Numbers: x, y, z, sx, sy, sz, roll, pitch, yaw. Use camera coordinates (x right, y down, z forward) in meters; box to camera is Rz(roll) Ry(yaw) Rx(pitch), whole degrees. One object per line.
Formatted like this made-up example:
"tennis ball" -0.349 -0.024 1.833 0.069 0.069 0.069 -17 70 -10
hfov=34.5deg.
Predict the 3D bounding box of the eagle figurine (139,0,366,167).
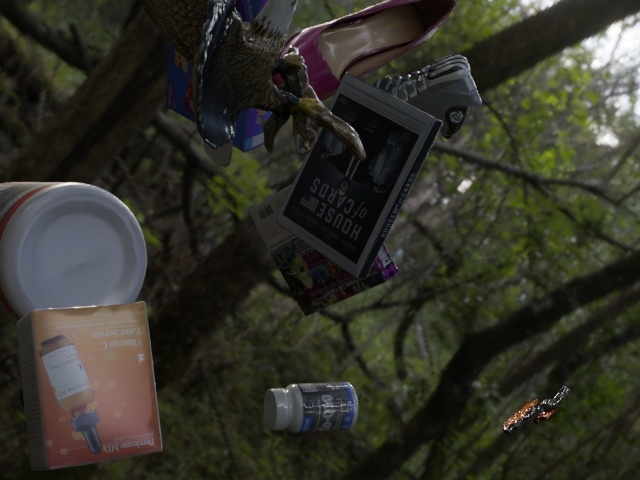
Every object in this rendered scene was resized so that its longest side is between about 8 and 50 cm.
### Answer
"eagle figurine" -0.099 -0.210 1.107 0.226 0.225 0.298 9 -8 37

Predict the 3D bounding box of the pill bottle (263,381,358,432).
"pill bottle" -0.016 0.266 1.640 0.137 0.078 0.078 0 10 -22

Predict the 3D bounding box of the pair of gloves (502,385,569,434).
"pair of gloves" 0.254 0.199 1.216 0.083 0.074 0.010 -33 -90 44

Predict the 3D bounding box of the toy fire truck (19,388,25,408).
"toy fire truck" -0.487 0.216 2.055 0.158 0.246 0.217 -12 -16 43

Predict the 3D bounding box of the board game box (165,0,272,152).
"board game box" -0.187 -0.377 2.009 0.233 0.078 0.347 32 -50 28

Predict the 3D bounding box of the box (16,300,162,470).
"box" -0.259 0.161 1.151 0.091 0.130 0.170 -24 -108 61

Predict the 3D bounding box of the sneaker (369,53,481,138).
"sneaker" 0.164 -0.215 1.735 0.229 0.086 0.132 -15 -56 31

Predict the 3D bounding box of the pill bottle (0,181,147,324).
"pill bottle" -0.422 0.019 1.499 0.210 0.210 0.363 44 -22 -31

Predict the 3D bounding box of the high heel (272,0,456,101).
"high heel" 0.074 -0.346 1.762 0.181 0.377 0.127 -20 -76 43

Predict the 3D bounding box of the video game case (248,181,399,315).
"video game case" 0.000 0.000 1.688 0.232 0.042 0.210 -29 -90 51

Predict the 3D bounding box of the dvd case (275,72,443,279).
"dvd case" 0.048 -0.091 1.426 0.179 0.238 0.029 34 13 38
